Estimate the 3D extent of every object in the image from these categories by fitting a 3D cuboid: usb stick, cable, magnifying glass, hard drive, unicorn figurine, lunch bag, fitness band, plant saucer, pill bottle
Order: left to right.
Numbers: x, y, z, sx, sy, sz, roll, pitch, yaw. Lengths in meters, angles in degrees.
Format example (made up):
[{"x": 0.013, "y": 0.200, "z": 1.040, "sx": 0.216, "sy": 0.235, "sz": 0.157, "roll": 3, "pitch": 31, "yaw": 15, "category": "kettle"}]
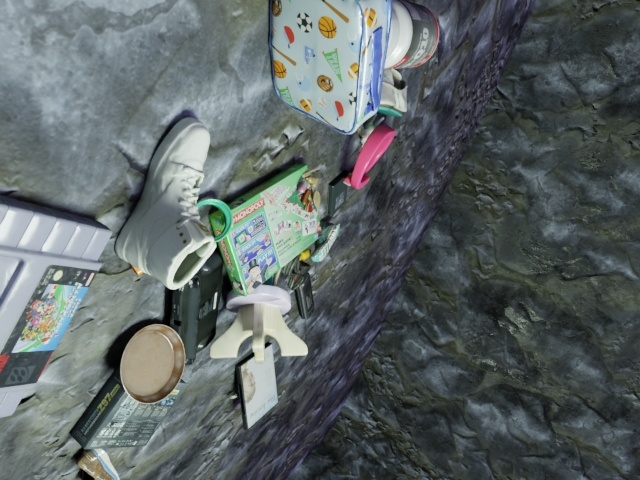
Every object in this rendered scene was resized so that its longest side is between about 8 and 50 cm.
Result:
[{"x": -0.370, "y": 0.268, "z": 1.027, "sx": 0.168, "sy": 0.029, "sz": 0.169, "roll": 10, "pitch": 78, "yaw": -56, "category": "plant saucer"}, {"x": -0.278, "y": -0.006, "z": 0.957, "sx": 0.231, "sy": 0.026, "sz": 0.092, "roll": -37, "pitch": 108, "yaw": -27, "category": "magnifying glass"}, {"x": -0.090, "y": 0.086, "z": 1.427, "sx": 0.140, "sy": 0.072, "sz": 0.287, "roll": -58, "pitch": 168, "yaw": 5, "category": "cable"}, {"x": -0.058, "y": 0.206, "z": 1.731, "sx": 0.077, "sy": 0.045, "sz": 0.278, "roll": -56, "pitch": 159, "yaw": -28, "category": "usb stick"}, {"x": 0.021, "y": -0.363, "z": 0.913, "sx": 0.115, "sy": 0.243, "sz": 0.303, "roll": -46, "pitch": 154, "yaw": -30, "category": "lunch bag"}, {"x": 0.057, "y": -0.156, "z": 1.554, "sx": 0.094, "sy": 0.022, "sz": 0.135, "roll": -45, "pitch": 154, "yaw": -34, "category": "hard drive"}, {"x": 0.149, "y": -0.344, "z": 1.466, "sx": 0.111, "sy": 0.060, "sz": 0.162, "roll": -54, "pitch": 157, "yaw": -19, "category": "unicorn figurine"}, {"x": 0.162, "y": -0.267, "z": 1.495, "sx": 0.209, "sy": 0.054, "sz": 0.291, "roll": -59, "pitch": 174, "yaw": 23, "category": "fitness band"}, {"x": 0.175, "y": -0.513, "z": 1.172, "sx": 0.283, "sy": 0.161, "sz": 0.161, "roll": -30, "pitch": 144, "yaw": -52, "category": "pill bottle"}]

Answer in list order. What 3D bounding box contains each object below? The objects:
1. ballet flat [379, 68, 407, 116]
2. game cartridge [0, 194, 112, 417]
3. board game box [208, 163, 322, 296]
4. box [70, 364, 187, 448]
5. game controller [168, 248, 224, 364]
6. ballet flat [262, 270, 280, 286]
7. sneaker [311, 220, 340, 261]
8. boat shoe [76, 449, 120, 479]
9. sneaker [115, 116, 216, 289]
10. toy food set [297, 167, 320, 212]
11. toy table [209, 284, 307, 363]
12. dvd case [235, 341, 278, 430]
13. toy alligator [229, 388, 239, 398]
[{"x": 0.168, "y": -0.430, "z": 1.332, "sx": 0.400, "sy": 0.139, "sz": 0.139, "roll": -26, "pitch": 141, "yaw": -65, "category": "ballet flat"}, {"x": -0.473, "y": 0.113, "z": 0.686, "sx": 0.355, "sy": 0.068, "sz": 0.230, "roll": -61, "pitch": 154, "yaw": 2, "category": "game cartridge"}, {"x": -0.121, "y": -0.036, "z": 1.178, "sx": 0.317, "sy": 0.046, "sz": 0.214, "roll": -39, "pitch": 125, "yaw": -42, "category": "board game box"}, {"x": -0.438, "y": 0.391, "z": 1.107, "sx": 0.183, "sy": 0.059, "sz": 0.233, "roll": -56, "pitch": 157, "yaw": -10, "category": "box"}, {"x": -0.304, "y": 0.169, "z": 1.144, "sx": 0.166, "sy": 0.067, "sz": 0.319, "roll": -55, "pitch": 163, "yaw": -54, "category": "game controller"}, {"x": -0.142, "y": 0.063, "z": 1.340, "sx": 0.086, "sy": 0.086, "sz": 0.249, "roll": -20, "pitch": 137, "yaw": -58, "category": "ballet flat"}, {"x": 0.000, "y": 0.000, "z": 1.545, "sx": 0.166, "sy": 0.076, "sz": 0.065, "roll": -57, "pitch": 162, "yaw": -36, "category": "sneaker"}, {"x": -0.529, "y": 0.543, "z": 1.108, "sx": 0.066, "sy": 0.066, "sz": 0.183, "roll": -36, "pitch": 138, "yaw": -37, "category": "boat shoe"}, {"x": -0.234, "y": -0.059, "z": 0.841, "sx": 0.293, "sy": 0.169, "sz": 0.108, "roll": -64, "pitch": 156, "yaw": 6, "category": "sneaker"}, {"x": -0.032, "y": -0.125, "z": 1.225, "sx": 0.078, "sy": 0.019, "sz": 0.122, "roll": -34, "pitch": 131, "yaw": -44, "category": "toy food set"}, {"x": -0.162, "y": 0.230, "z": 1.256, "sx": 0.274, "sy": 0.252, "sz": 0.161, "roll": 73, "pitch": 13, "yaw": -67, "category": "toy table"}, {"x": -0.220, "y": 0.511, "z": 1.657, "sx": 0.180, "sy": 0.022, "sz": 0.253, "roll": -27, "pitch": 118, "yaw": -55, "category": "dvd case"}, {"x": -0.263, "y": 0.520, "z": 1.679, "sx": 0.189, "sy": 0.056, "sz": 0.051, "roll": 9, "pitch": 65, "yaw": -60, "category": "toy alligator"}]
